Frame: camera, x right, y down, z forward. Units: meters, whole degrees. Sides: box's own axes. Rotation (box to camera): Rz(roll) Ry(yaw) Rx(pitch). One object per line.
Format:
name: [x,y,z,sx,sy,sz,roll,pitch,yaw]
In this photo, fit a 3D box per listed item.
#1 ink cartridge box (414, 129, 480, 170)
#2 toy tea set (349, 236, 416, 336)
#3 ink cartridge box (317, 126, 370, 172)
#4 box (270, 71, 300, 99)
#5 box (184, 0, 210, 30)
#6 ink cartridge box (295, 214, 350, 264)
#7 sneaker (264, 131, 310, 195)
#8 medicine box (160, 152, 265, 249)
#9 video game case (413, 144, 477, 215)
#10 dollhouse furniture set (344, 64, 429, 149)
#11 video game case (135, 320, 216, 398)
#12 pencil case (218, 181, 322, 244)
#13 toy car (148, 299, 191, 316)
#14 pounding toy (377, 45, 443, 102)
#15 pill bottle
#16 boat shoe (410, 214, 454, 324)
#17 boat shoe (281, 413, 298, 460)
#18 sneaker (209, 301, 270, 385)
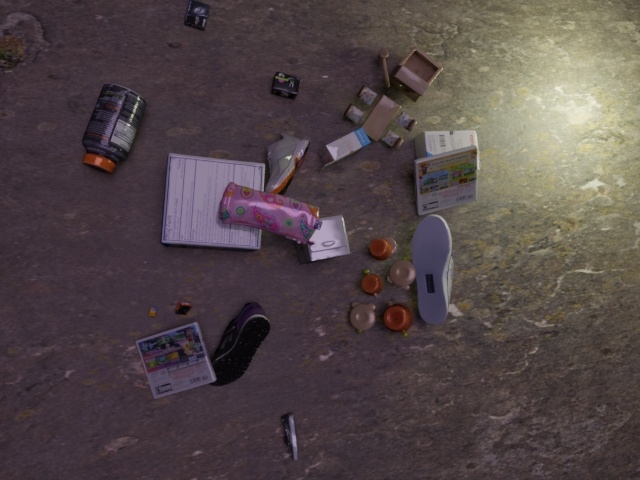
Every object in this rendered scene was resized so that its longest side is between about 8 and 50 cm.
ink cartridge box: [0.448,-0.307,1.793,0.203,0.086,0.148,-4,87,-16]
toy tea set: [0.224,0.157,1.695,0.200,0.124,0.335,10,84,18]
ink cartridge box: [0.062,-0.300,1.680,0.181,0.104,0.061,-30,92,-16]
box: [-0.117,-0.514,1.682,0.084,0.052,0.062,11,82,-15]
box: [-0.401,-0.733,1.645,0.067,0.018,0.083,13,81,-13]
ink cartridge box: [0.000,0.000,1.598,0.128,0.176,0.127,-11,88,-16]
sneaker: [-0.136,-0.241,1.618,0.121,0.099,0.262,25,54,2]
medicine box: [-0.325,-0.106,1.537,0.290,0.149,0.263,4,84,-14]
video game case: [0.433,-0.206,1.745,0.227,0.026,0.206,-15,122,-8]
dollhouse furniture set: [0.229,-0.443,1.665,0.212,0.161,0.242,32,107,-10]
video game case: [-0.426,0.353,1.491,0.202,0.023,0.183,-18,90,10]
pencil case: [-0.141,-0.075,1.432,0.285,0.124,0.124,16,81,-8]
toy car: [-0.453,0.197,1.525,0.122,0.060,0.040,2,52,-21]
pounding toy: [0.284,-0.586,1.779,0.206,0.094,0.181,39,83,0]
pill bottle: [-0.615,-0.323,1.491,0.131,0.130,0.245,19,80,-12]
boat shoe: [0.395,0.088,1.712,0.136,0.156,0.366,-3,99,24]
boat shoe: [-0.094,0.616,1.585,0.040,0.049,0.141,-8,85,3]
sneaker: [-0.257,0.315,1.550,0.107,0.124,0.283,33,101,-30]
